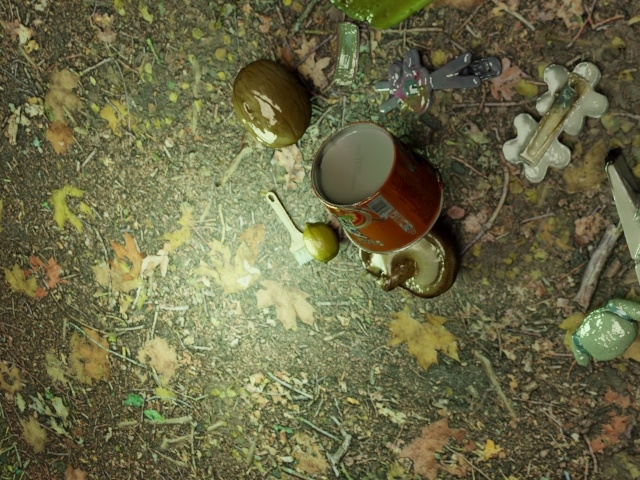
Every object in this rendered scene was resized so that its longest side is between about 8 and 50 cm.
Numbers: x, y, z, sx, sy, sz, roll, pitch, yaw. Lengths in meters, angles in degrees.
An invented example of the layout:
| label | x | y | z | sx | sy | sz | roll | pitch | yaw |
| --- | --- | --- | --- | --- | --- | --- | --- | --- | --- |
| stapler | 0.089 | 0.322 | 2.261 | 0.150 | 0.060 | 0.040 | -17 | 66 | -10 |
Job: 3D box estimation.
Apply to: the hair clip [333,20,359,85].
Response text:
| label | x | y | z | sx | sy | sz | roll | pitch | yaw |
| --- | --- | --- | --- | --- | --- | --- | --- | --- | --- |
| hair clip | 0.056 | -0.408 | 1.698 | 0.054 | 0.022 | 0.137 | 14 | 118 | 22 |

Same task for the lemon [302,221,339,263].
| label | x | y | z | sx | sy | sz | roll | pitch | yaw |
| --- | --- | --- | --- | --- | --- | --- | --- | --- | --- |
| lemon | 0.000 | 0.000 | 1.878 | 0.082 | 0.082 | 0.111 | -27 | 97 | 35 |

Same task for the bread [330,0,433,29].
| label | x | y | z | sx | sy | sz | roll | pitch | yaw |
| --- | --- | --- | --- | --- | --- | --- | --- | --- | --- |
| bread | 0.166 | -0.563 | 1.444 | 0.376 | 0.251 | 0.208 | -26 | 54 | 36 |

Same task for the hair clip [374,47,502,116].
| label | x | y | z | sx | sy | sz | roll | pitch | yaw |
| --- | --- | --- | --- | --- | --- | --- | --- | --- | --- |
| hair clip | 0.225 | -0.333 | 1.598 | 0.278 | 0.090 | 0.137 | -10 | 98 | 32 |

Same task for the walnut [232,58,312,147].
| label | x | y | z | sx | sy | sz | roll | pitch | yaw |
| --- | --- | --- | --- | --- | --- | --- | --- | --- | --- |
| walnut | -0.111 | -0.307 | 1.753 | 0.167 | 0.167 | 0.207 | -36 | 93 | 36 |

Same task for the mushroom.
| label | x | y | z | sx | sy | sz | roll | pitch | yaw |
| --- | --- | --- | --- | --- | --- | --- | --- | --- | --- |
| mushroom | 0.205 | 0.025 | 1.756 | 0.231 | 0.138 | 0.194 | 32 | 111 | 0 |

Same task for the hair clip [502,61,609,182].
| label | x | y | z | sx | sy | sz | roll | pitch | yaw |
| --- | --- | --- | --- | --- | --- | --- | --- | --- | --- |
| hair clip | 0.459 | -0.232 | 1.529 | 0.146 | 0.075 | 0.257 | 36 | 131 | 13 |

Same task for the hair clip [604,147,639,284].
| label | x | y | z | sx | sy | sz | roll | pitch | yaw |
| --- | --- | --- | --- | --- | --- | --- | --- | --- | --- |
| hair clip | 0.644 | -0.025 | 1.508 | 0.101 | 0.085 | 0.331 | -11 | 113 | 34 |

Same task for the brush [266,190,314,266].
| label | x | y | z | sx | sy | sz | roll | pitch | yaw |
| --- | --- | --- | --- | --- | --- | --- | --- | --- | --- |
| brush | -0.076 | -0.035 | 1.949 | 0.083 | 0.011 | 0.205 | -30 | 95 | 36 |

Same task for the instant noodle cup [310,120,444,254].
| label | x | y | z | sx | sy | sz | roll | pitch | yaw |
| --- | --- | --- | --- | --- | --- | --- | --- | --- | --- |
| instant noodle cup | 0.111 | -0.118 | 1.625 | 0.250 | 0.192 | 0.250 | -13 | 63 | 26 |

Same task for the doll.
| label | x | y | z | sx | sy | sz | roll | pitch | yaw |
| --- | --- | --- | --- | --- | --- | --- | --- | --- | --- |
| doll | 0.603 | 0.193 | 1.635 | 0.103 | 0.071 | 0.214 | 40 | 131 | 6 |
